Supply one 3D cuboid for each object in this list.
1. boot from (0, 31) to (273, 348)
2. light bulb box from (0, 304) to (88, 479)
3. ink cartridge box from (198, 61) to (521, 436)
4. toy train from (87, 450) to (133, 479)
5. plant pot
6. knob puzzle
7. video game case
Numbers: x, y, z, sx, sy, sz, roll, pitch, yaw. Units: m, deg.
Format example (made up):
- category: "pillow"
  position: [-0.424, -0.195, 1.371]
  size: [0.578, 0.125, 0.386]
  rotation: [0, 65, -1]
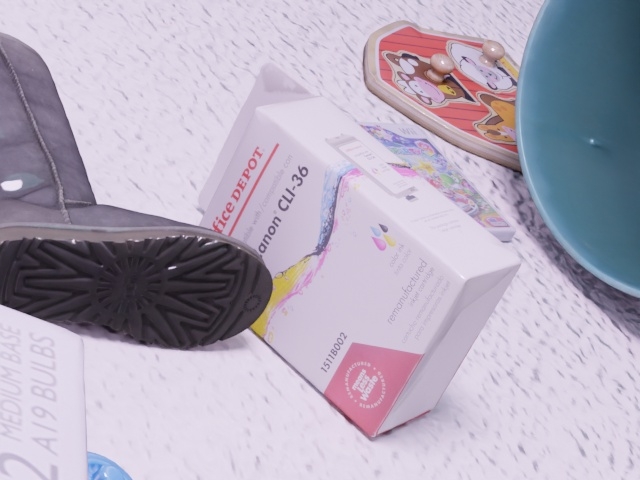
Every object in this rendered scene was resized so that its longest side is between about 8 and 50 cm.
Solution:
- category: "boot"
  position: [-0.139, -0.034, 1.083]
  size: [0.190, 0.076, 0.208]
  rotation: [14, 24, -31]
- category: "light bulb box"
  position: [-0.256, 0.138, 0.423]
  size: [0.361, 0.225, 0.358]
  rotation: [23, 28, -23]
- category: "ink cartridge box"
  position: [0.000, 0.000, 1.094]
  size: [0.198, 0.115, 0.067]
  rotation: [41, 30, 23]
- category: "toy train"
  position: [-0.096, 0.161, 0.781]
  size: [0.105, 0.080, 0.184]
  rotation: [39, 25, -1]
- category: "plant pot"
  position: [0.320, -0.080, 1.369]
  size: [0.235, 0.293, 0.293]
  rotation: [18, 26, -53]
- category: "knob puzzle"
  position: [0.114, -0.119, 1.493]
  size: [0.213, 0.030, 0.213]
  rotation: [22, 29, -13]
- category: "video game case"
  position: [0.069, -0.041, 1.339]
  size: [0.087, 0.011, 0.122]
  rotation: [-1, 40, -44]
